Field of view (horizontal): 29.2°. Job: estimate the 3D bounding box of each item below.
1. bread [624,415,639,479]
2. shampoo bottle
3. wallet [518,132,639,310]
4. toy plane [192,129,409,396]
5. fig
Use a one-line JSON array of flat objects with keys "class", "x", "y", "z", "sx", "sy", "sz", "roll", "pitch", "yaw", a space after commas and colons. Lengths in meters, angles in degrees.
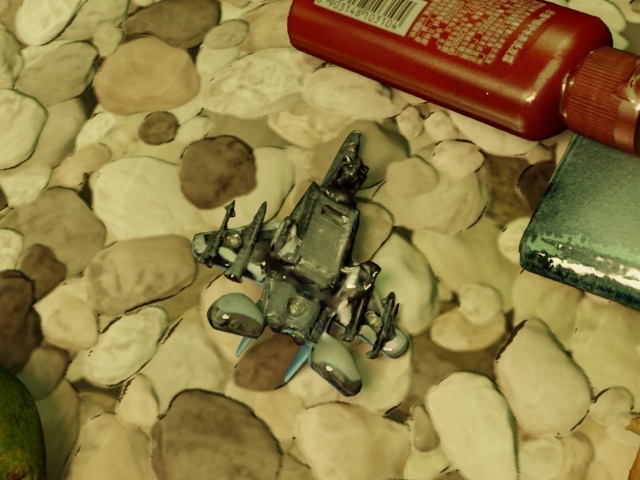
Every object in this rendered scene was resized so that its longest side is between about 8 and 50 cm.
[{"class": "bread", "x": 0.317, "y": 0.123, "z": 0.651, "sx": 0.279, "sy": 0.279, "sz": 0.207, "roll": 21, "pitch": 56, "yaw": 20}, {"class": "shampoo bottle", "x": 0.122, "y": -0.149, "z": 0.954, "sx": 0.314, "sy": 0.076, "sz": 0.118, "roll": 26, "pitch": 57, "yaw": 32}, {"class": "wallet", "x": 0.343, "y": 0.012, "z": 0.867, "sx": 0.379, "sy": 0.046, "sz": 0.190, "roll": 22, "pitch": 56, "yaw": 20}, {"class": "toy plane", "x": 0.003, "y": -0.004, "z": 0.885, "sx": 0.169, "sy": 0.078, "sz": 0.246, "roll": 28, "pitch": 53, "yaw": -9}, {"class": "fig", "x": -0.243, "y": 0.126, "z": 0.805, "sx": 0.123, "sy": 0.123, "sz": 0.156, "roll": -19, "pitch": 16, "yaw": -9}]
